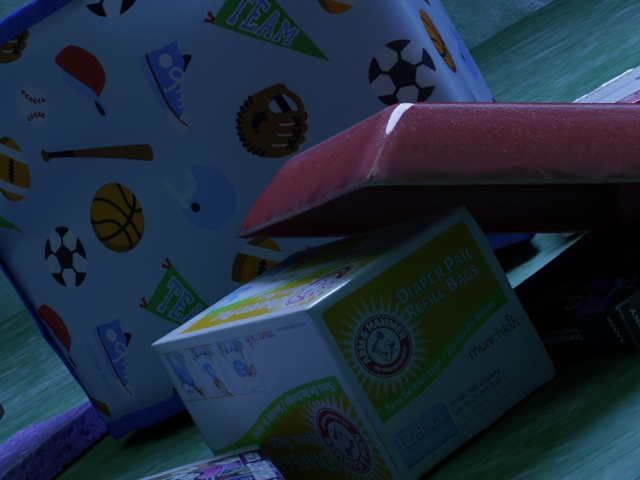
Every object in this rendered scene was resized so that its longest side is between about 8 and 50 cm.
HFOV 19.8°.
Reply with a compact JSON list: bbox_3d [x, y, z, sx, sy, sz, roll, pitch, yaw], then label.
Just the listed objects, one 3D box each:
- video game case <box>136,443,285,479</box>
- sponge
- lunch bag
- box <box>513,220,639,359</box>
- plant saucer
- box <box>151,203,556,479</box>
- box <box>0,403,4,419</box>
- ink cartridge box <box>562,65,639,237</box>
[{"bbox_3d":[-0.116,0.152,0.860,0.210,0.042,0.232,-17,0,-5],"label":"video game case"},{"bbox_3d":[-0.262,0.196,1.457,0.117,0.031,0.210,-24,10,39],"label":"sponge"},{"bbox_3d":[-0.076,-0.070,1.368,0.385,0.328,0.239,-30,2,14],"label":"lunch bag"},{"bbox_3d":[0.156,0.025,0.985,0.116,0.029,0.162,-34,7,-26],"label":"box"},{"bbox_3d":[0.106,-0.037,1.000,0.258,0.048,0.259,-1,-6,-16],"label":"plant saucer"},{"bbox_3d":[0.012,0.064,0.986,0.114,0.103,0.203,-33,8,-28],"label":"box"},{"bbox_3d":[-0.362,0.175,1.012,0.191,0.143,0.381,-19,20,32],"label":"box"},{"bbox_3d":[0.201,-0.066,1.285,0.109,0.063,0.150,-29,7,10],"label":"ink cartridge box"}]
